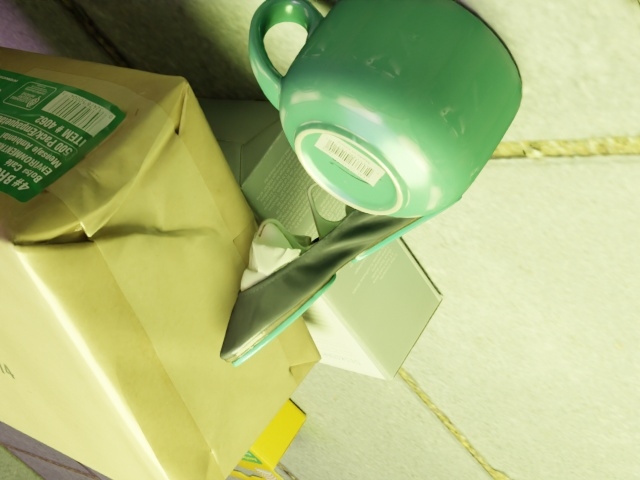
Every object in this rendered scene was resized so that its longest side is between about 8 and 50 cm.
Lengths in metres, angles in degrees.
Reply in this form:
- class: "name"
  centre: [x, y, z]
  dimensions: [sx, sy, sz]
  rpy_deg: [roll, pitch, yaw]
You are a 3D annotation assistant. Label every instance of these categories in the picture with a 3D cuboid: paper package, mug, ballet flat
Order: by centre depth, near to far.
- class: "mug"
  centre: [0.030, -0.078, 0.735]
  dimensions: [0.157, 0.097, 0.129]
  rpy_deg: [12, 148, 41]
- class: "ballet flat"
  centre: [0.000, 0.000, 0.826]
  dimensions: [0.074, 0.203, 0.074]
  rpy_deg: [53, 180, 0]
- class: "paper package"
  centre: [-0.205, 0.017, 0.912]
  dimensions: [0.324, 0.168, 0.309]
  rpy_deg: [17, 145, 38]

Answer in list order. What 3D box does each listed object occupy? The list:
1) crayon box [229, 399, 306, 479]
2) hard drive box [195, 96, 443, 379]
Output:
- class: "crayon box"
  centre: [-0.160, 0.170, 1.475]
  dimensions: [0.203, 0.083, 0.323]
  rpy_deg: [0, 139, 52]
- class: "hard drive box"
  centre: [-0.039, -0.003, 0.980]
  dimensions: [0.181, 0.089, 0.232]
  rpy_deg: [10, 146, 44]
